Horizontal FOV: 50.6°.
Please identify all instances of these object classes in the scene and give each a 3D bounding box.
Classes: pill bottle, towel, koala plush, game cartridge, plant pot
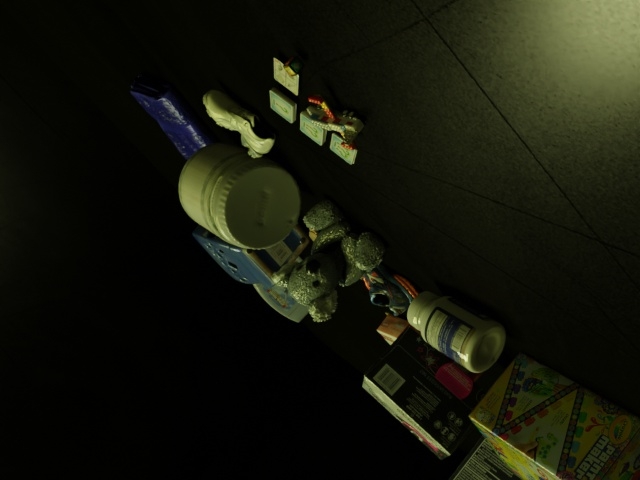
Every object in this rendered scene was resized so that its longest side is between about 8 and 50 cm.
[{"bbox_3d":[0.270,0.177,1.375,0.187,0.112,0.112,31,165,47],"label":"pill bottle"},{"bbox_3d":[-0.388,-0.313,1.880,0.228,0.076,0.308,31,164,49],"label":"towel"},{"bbox_3d":[0.014,0.063,1.540,0.196,0.221,0.203,38,169,18],"label":"koala plush"},{"bbox_3d":[-0.120,0.152,2.418,0.297,0.198,0.062,48,168,-29],"label":"game cartridge"},{"bbox_3d":[-0.182,-0.010,1.948,0.212,0.236,0.236,21,156,47],"label":"plant pot"}]

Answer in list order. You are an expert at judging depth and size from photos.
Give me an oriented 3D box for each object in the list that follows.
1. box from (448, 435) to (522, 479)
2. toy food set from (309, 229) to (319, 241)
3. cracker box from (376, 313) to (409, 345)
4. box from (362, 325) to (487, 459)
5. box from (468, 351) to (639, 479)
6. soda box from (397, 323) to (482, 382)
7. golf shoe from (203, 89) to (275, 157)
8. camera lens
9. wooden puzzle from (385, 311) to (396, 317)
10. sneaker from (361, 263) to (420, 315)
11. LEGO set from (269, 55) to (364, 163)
[{"bbox_3d":[0.537,0.646,1.767,0.296,0.294,0.182,33,168,42],"label":"box"},{"bbox_3d":[0.000,0.000,1.877,0.083,0.020,0.082,39,169,12],"label":"toy food set"},{"bbox_3d":[0.286,0.321,1.959,0.232,0.067,0.156,49,162,-30],"label":"cracker box"},{"bbox_3d":[0.235,0.346,1.524,0.247,0.163,0.142,41,164,17],"label":"box"},{"bbox_3d":[0.496,0.418,1.341,0.279,0.177,0.290,30,163,49],"label":"box"},{"bbox_3d":[0.297,0.258,1.641,0.083,0.092,0.263,46,168,-19],"label":"soda box"},{"bbox_3d":[-0.160,-0.255,1.397,0.176,0.069,0.086,42,149,-12],"label":"golf shoe"},{"bbox_3d":[-0.198,-0.110,1.617,0.219,0.219,0.274,50,167,-34],"label":"camera lens"},{"bbox_3d":[0.242,0.254,2.028,0.078,0.014,0.116,48,167,-30],"label":"wooden puzzle"},{"bbox_3d":[0.140,0.108,1.628,0.221,0.087,0.083,29,162,49],"label":"sneaker"},{"bbox_3d":[-0.018,-0.199,1.085,0.182,0.060,0.244,38,168,5],"label":"LEGO set"}]
